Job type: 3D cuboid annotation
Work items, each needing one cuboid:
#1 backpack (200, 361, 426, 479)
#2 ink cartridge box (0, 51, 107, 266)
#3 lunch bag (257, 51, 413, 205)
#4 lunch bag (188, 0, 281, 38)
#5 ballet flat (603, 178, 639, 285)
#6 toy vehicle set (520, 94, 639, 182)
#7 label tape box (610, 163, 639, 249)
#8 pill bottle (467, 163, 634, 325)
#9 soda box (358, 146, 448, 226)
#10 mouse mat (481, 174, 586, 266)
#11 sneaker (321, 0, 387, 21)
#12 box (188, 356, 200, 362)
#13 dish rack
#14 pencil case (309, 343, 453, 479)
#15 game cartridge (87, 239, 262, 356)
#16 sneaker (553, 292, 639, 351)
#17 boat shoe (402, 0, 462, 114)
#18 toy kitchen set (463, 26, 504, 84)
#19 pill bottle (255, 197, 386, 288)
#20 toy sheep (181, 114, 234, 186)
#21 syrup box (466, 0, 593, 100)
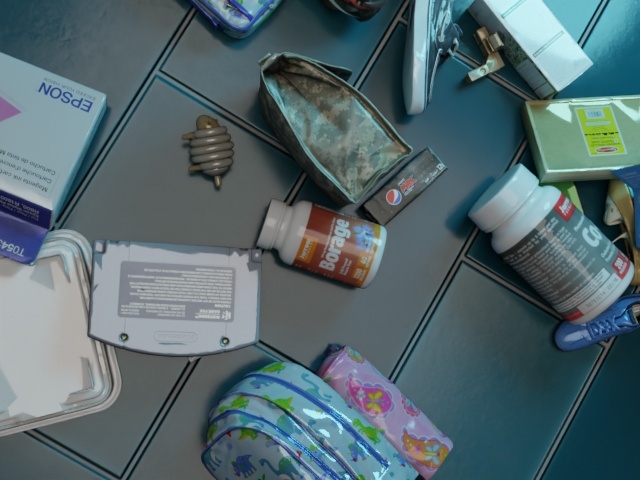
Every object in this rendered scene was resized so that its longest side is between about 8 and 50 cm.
[{"bbox_3d":[-0.027,0.373,1.673,0.273,0.290,0.356,-24,78,-40],"label":"backpack"},{"bbox_3d":[-0.580,-0.165,1.708,0.324,0.071,0.330,21,69,-5],"label":"ink cartridge box"},{"bbox_3d":[0.005,-0.209,1.739,0.169,0.235,0.287,-43,93,-3],"label":"lunch bag"},{"bbox_3d":[-0.171,-0.489,1.813,0.219,0.090,0.176,43,84,-1],"label":"lunch bag"},{"bbox_3d":[0.578,-0.023,1.884,0.073,0.080,0.232,-21,87,7],"label":"ballet flat"},{"bbox_3d":[0.526,-0.194,1.875,0.266,0.035,0.166,-4,61,-8],"label":"toy vehicle set"},{"bbox_3d":[0.697,-0.016,1.765,0.333,0.240,0.106,30,71,-22],"label":"label tape box"},{"bbox_3d":[0.416,0.004,1.808,0.283,0.161,0.161,44,82,-3],"label":"pill bottle"},{"bbox_3d":[0.153,-0.097,1.841,0.169,0.053,0.060,-42,91,-9],"label":"soda box"},{"bbox_3d":[0.413,-0.046,1.896,0.189,0.007,0.153,-16,88,-8],"label":"mouse mat"},{"bbox_3d":[0.011,-0.500,1.821,0.276,0.135,0.098,41,77,9],"label":"sneaker"},{"bbox_3d":[-0.223,0.137,1.786,0.094,0.027,0.137,-27,89,-9],"label":"box"},{"bbox_3d":[-0.513,0.161,1.726,0.285,0.072,0.333,-13,89,-9],"label":"dish rack"},{"bbox_3d":[0.101,0.313,1.775,0.284,0.124,0.124,42,82,-2],"label":"pencil case"},{"bbox_3d":[-0.253,0.104,1.739,0.297,0.062,0.198,4,85,-12],"label":"game cartridge"},{"bbox_3d":[0.539,0.151,1.861,0.209,0.082,0.069,-21,90,-7],"label":"sneaker"},{"bbox_3d":[0.214,-0.377,1.851,0.102,0.108,0.301,7,78,-6],"label":"boat shoe"},{"bbox_3d":[0.300,-0.353,1.873,0.075,0.068,0.083,-27,89,-9],"label":"toy kitchen set"},{"bbox_3d":[0.000,0.000,1.779,0.216,0.121,0.121,18,83,-6],"label":"pill bottle"},{"bbox_3d":[-0.197,-0.161,1.787,0.091,0.091,0.132,-13,101,-8],"label":"toy sheep"},{"bbox_3d":[0.393,-0.388,1.876,0.096,0.093,0.237,-39,91,-8],"label":"syrup box"}]
